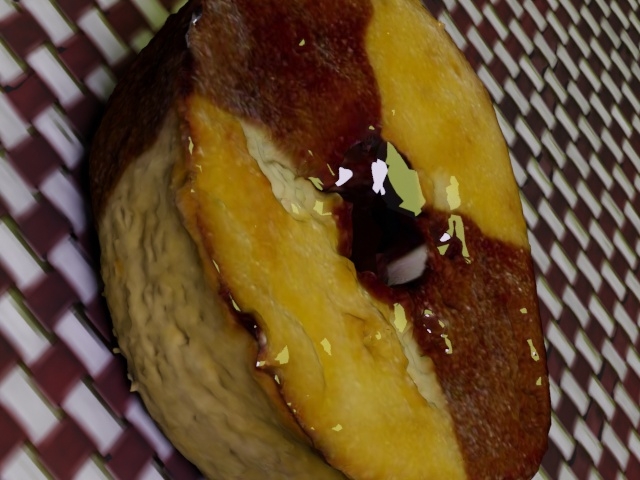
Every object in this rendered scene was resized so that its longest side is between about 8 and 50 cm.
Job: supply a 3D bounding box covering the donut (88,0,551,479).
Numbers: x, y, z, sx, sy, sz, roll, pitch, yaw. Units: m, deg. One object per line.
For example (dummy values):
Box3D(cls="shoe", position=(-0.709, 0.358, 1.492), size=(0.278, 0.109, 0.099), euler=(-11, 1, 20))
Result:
Box3D(cls="donut", position=(0.000, 0.000, 0.426), size=(0.166, 0.073, 0.184), euler=(11, 58, -50))
